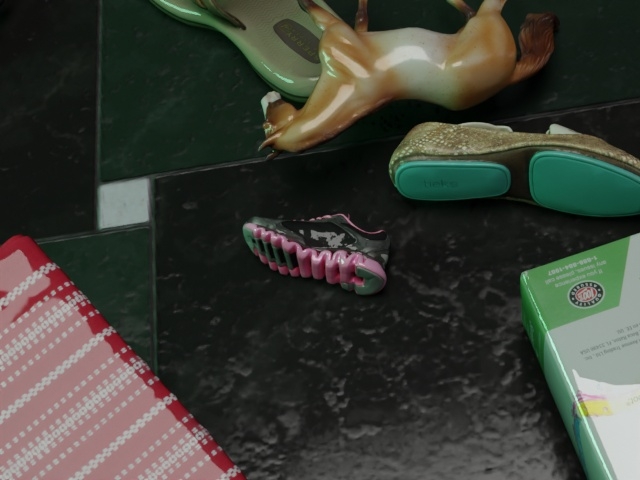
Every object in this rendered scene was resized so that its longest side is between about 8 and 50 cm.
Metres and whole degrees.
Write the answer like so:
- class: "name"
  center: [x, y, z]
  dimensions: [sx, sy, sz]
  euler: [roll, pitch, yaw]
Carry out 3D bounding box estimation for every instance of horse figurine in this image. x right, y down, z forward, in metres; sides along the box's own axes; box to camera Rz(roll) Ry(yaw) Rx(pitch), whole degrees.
- class: "horse figurine"
  center: [0.076, -0.156, 0.887]
  dimensions: [0.263, 0.066, 0.174]
  euler: [-3, 58, -5]

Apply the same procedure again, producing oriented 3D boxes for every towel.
- class: "towel"
  center: [-0.176, 0.147, 0.674]
  dimensions: [0.199, 0.031, 0.275]
  euler: [-41, 74, -13]

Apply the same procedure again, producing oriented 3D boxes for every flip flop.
- class: "flip flop"
  center: [-0.071, -0.221, 0.968]
  dimensions: [0.112, 0.080, 0.277]
  euler: [-39, 62, -13]

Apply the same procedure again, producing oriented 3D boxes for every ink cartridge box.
- class: "ink cartridge box"
  center: [0.240, 0.104, 0.727]
  dimensions: [0.154, 0.093, 0.212]
  euler: [-18, 58, 0]

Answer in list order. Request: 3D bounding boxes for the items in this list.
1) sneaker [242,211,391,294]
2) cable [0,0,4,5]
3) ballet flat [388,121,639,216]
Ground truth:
- class: "sneaker"
  center: [0.000, 0.000, 0.857]
  dimensions: [0.119, 0.047, 0.057]
  euler: [18, 58, 10]
- class: "cable"
  center: [-0.389, -0.216, 1.045]
  dimensions: [0.184, 0.047, 0.151]
  euler: [16, 73, 22]
- class: "ballet flat"
  center: [0.157, -0.064, 0.852]
  dimensions: [0.206, 0.073, 0.067]
  euler: [7, 48, 9]
